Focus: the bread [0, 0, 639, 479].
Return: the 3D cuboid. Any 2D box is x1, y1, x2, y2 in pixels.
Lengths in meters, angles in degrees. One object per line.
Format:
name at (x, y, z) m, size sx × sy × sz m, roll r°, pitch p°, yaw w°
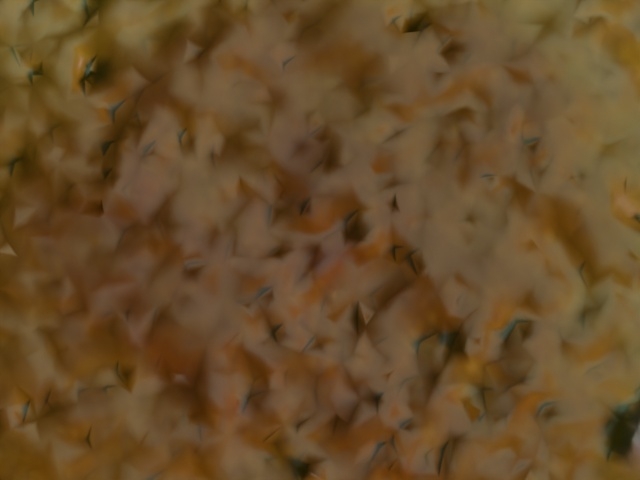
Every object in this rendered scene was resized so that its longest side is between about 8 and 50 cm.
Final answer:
bread at (0.006, 0.000, 0.529) m, size 0.312 × 0.172 × 0.312 m, roll 1°, pitch 102°, yaw 3°
